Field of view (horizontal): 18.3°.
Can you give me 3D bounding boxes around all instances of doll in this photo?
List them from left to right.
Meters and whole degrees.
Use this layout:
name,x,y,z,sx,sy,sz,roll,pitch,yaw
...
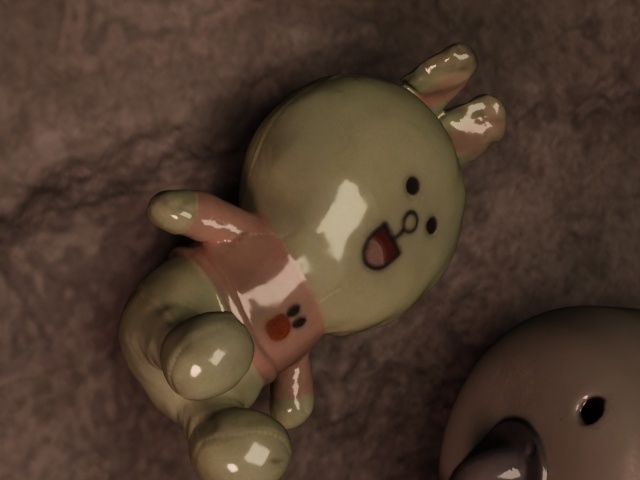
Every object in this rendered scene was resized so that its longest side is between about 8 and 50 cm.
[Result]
name,x,y,z,sx,sy,sz,roll,pitch,yaw
doll,-0.011,0.002,1.043,0.275,0.113,0.155,-51,125,-29

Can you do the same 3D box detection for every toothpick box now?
name,x,y,z,sx,sy,sz,roll,pitch,yaw
toothpick box,0.199,0.149,1.128,0.316,0.229,0.229,7,88,-31
